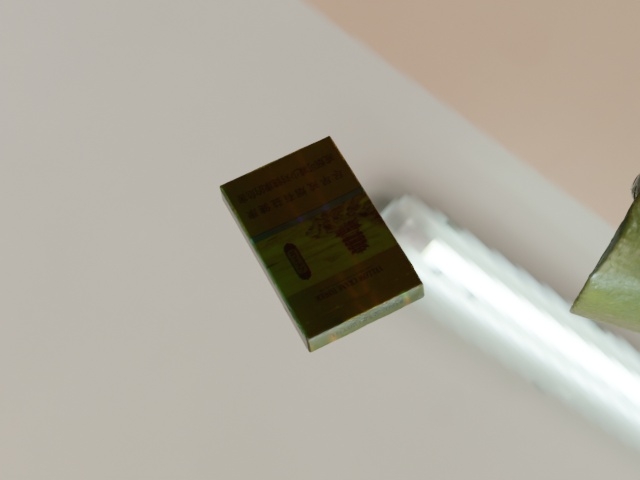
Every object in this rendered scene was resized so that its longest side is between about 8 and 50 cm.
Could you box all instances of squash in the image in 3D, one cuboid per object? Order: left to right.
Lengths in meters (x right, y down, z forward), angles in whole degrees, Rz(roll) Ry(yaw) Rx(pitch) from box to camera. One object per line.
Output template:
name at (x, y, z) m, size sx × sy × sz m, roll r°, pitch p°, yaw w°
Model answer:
squash at (0.276, -0.015, 1.431) m, size 0.260 × 0.189 × 0.189 m, roll 16°, pitch -147°, yaw -43°

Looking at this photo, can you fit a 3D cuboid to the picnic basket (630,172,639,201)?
picnic basket at (0.422, -0.027, 1.841) m, size 0.128 × 0.138 × 0.178 m, roll 16°, pitch -132°, yaw -9°

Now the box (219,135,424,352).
box at (0.000, 0.000, 1.529) m, size 0.193 × 0.121 × 0.030 m, roll 59°, pitch 169°, yaw 30°
